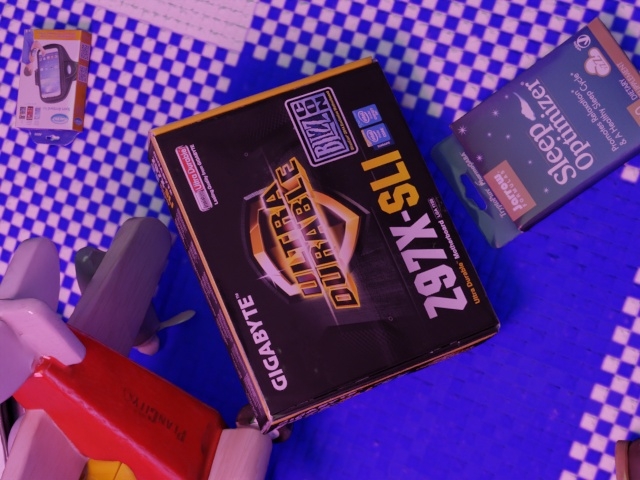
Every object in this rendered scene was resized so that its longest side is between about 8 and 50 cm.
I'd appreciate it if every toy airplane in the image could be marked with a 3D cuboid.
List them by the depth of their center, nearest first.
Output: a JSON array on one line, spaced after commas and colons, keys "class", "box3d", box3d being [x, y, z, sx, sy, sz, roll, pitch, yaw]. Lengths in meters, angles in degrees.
[{"class": "toy airplane", "box3d": [-0.249, 0.180, 1.321, 0.272, 0.386, 0.384, -25, 82, 43]}]

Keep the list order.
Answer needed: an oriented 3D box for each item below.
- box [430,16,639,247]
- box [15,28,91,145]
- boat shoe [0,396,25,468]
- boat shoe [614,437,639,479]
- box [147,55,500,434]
[{"class": "box", "box3d": [0.231, -0.106, 1.332, 0.225, 0.036, 0.136, -37, 75, 16]}, {"class": "box", "box3d": [-0.320, -0.183, 1.553, 0.081, 0.028, 0.136, 4, 86, 21]}, {"class": "boat shoe", "box3d": [-0.321, 0.245, 1.486, 0.112, 0.095, 0.335, -16, 80, 19]}, {"class": "boat shoe", "box3d": [0.327, 0.292, 1.246, 0.073, 0.073, 0.207, -5, 85, 23]}, {"class": "box", "box3d": [0.000, 0.000, 1.327, 0.257, 0.079, 0.322, -19, 77, -16]}]
